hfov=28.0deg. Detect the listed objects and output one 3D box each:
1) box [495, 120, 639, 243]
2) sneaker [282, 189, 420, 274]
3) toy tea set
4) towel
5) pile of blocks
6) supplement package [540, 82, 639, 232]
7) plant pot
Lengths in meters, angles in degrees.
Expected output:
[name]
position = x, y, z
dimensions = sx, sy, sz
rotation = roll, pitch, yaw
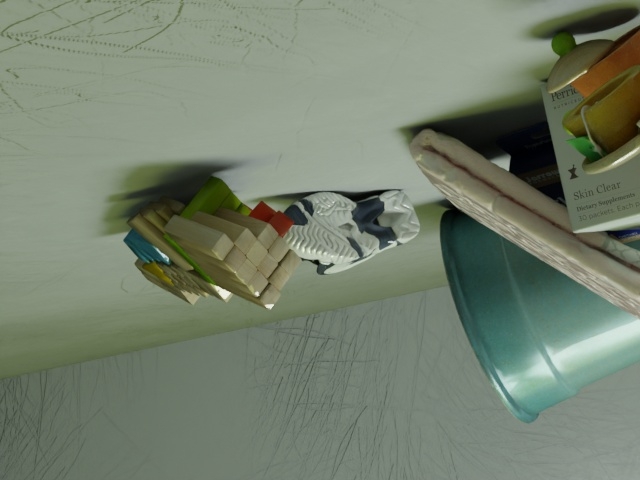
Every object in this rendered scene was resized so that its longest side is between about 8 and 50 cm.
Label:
[box]
position = 0.312, -0.064, 1.455
dimensions = 0.136, 0.037, 0.225
rotation = -17, 141, 41
[sneaker]
position = 0.000, 0.000, 1.632
dimensions = 0.153, 0.094, 0.235
rotation = -29, 173, 41
[toy tea set]
position = 0.246, -0.157, 0.892
dimensions = 0.200, 0.124, 0.336
rotation = -41, -175, -30
[towel]
position = 0.252, -0.010, 1.407
dimensions = 0.317, 0.053, 0.332
rotation = 32, -179, 12
[pile of blocks]
position = -0.127, -0.015, 1.403
dimensions = 0.113, 0.149, 0.362
rotation = -53, -163, -16
[supplement package]
position = 0.374, -0.108, 1.181
dimensions = 0.261, 0.145, 0.204
rotation = -17, 171, 37
[plant pot]
position = 0.397, 0.055, 1.873
dimensions = 0.334, 0.341, 0.341
rotation = -22, 170, 19
